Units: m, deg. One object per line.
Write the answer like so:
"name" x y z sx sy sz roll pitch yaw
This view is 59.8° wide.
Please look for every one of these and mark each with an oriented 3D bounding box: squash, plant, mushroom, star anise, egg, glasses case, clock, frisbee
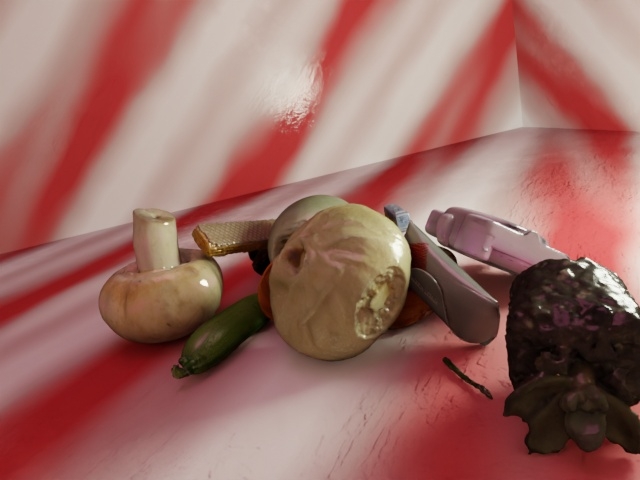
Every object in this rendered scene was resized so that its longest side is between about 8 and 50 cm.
"squash" -0.230 0.224 1.363 0.102 0.101 0.379 -1 21 31
"plant" 0.402 0.185 0.882 0.215 0.213 0.312 -1 29 24
"mushroom" -0.411 0.119 1.526 0.325 0.353 0.353 32 33 17
"star anise" -0.136 0.047 1.849 0.190 0.125 0.220 12 39 27
"egg" 0.000 0.000 1.640 0.279 0.278 0.336 -5 16 20
"glasses case" 0.257 0.090 1.199 0.083 0.128 0.308 -27 54 -23
"clock" 0.430 0.007 1.417 0.296 0.113 0.322 22 3 -17
"frisbee" -0.071 0.123 1.426 0.192 0.192 0.035 -21 25 -29

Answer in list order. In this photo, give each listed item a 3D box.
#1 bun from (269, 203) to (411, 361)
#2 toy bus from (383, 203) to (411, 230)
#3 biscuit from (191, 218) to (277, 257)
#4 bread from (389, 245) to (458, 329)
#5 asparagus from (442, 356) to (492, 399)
"bun" 0.012 0.075 1.229 0.364 0.202 0.364 -25 48 31
"toy bus" 0.291 -0.088 2.100 0.064 0.075 0.190 -12 16 -6
"biscuit" -0.219 -0.010 1.647 0.379 0.094 0.054 -7 -39 -55
"bread" 0.191 0.113 1.423 0.328 0.114 0.295 -25 22 -36
"asparagus" 0.276 0.258 1.056 0.016 0.016 0.163 4 10 -19
